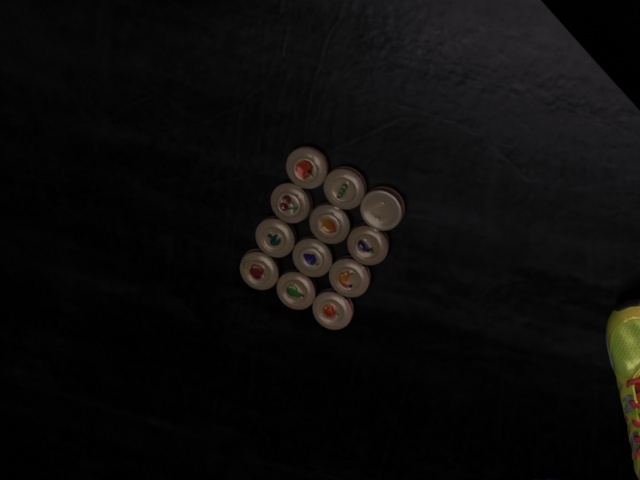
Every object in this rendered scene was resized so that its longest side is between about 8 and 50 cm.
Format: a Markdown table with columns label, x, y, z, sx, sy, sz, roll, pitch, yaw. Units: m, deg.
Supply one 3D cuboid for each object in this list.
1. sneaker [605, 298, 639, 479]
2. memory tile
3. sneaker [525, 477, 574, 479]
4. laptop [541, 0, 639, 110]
| label | x | y | z | sx | sy | sz | roll | pitch | yaw |
| --- | --- | --- | --- | --- | --- | --- | --- | --- | --- |
| sneaker | 0.280 | 0.146 | 1.173 | 0.081 | 0.094 | 0.208 | -17 | 103 | 27 |
| memory tile | 0.000 | 0.000 | 1.262 | 0.113 | 0.012 | 0.148 | 29 | 118 | 7 |
| sneaker | 0.134 | 0.273 | 1.280 | 0.232 | 0.090 | 0.081 | -19 | 104 | 26 |
| laptop | 0.257 | -0.252 | 1.017 | 0.264 | 0.136 | 0.234 | -42 | 83 | 12 |
